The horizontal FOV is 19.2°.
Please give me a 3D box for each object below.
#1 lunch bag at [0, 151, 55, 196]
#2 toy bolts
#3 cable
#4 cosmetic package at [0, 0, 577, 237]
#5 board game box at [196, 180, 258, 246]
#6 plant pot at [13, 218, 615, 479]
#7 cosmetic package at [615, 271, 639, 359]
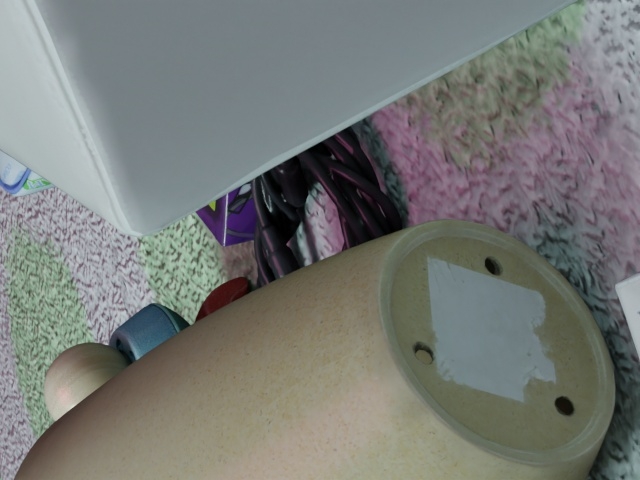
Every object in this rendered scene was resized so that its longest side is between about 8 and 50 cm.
[{"bbox_3d":[-0.152,-0.169,1.150,0.243,0.115,0.303,66,152,18],"label":"lunch bag"},{"bbox_3d":[-0.090,0.156,1.221,0.218,0.158,0.229,36,133,56],"label":"toy bolts"},{"bbox_3d":[0.000,0.000,1.102,0.150,0.047,0.185,-129,32,-53],"label":"cable"},{"bbox_3d":[-0.062,-0.255,0.669,0.393,0.329,0.327,30,145,59],"label":"cosmetic package"},{"bbox_3d":[-0.075,-0.195,1.159,0.208,0.056,0.347,45,141,43],"label":"board game box"},{"bbox_3d":[0.011,0.115,0.925,0.274,0.256,0.256,-49,57,44],"label":"plant pot"},{"bbox_3d":[0.223,0.077,0.539,0.224,0.138,0.225,-35,68,64],"label":"cosmetic package"}]
